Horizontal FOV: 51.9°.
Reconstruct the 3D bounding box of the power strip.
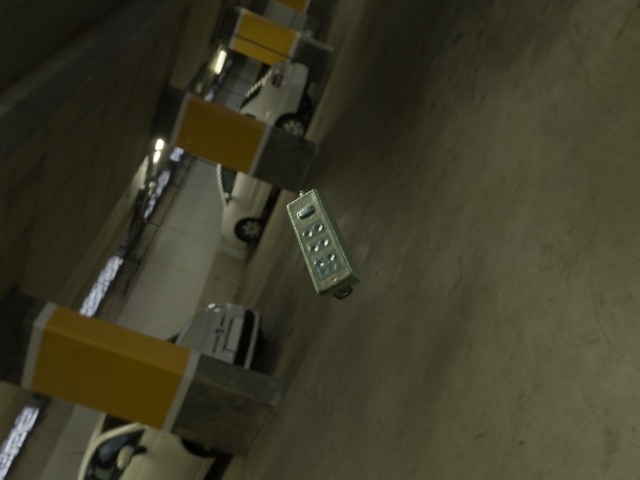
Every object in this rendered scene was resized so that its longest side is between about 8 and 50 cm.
[{"bbox_3d":[0.000,0.000,0.424,0.027,0.017,0.083,-31,60,14],"label":"power strip"}]
